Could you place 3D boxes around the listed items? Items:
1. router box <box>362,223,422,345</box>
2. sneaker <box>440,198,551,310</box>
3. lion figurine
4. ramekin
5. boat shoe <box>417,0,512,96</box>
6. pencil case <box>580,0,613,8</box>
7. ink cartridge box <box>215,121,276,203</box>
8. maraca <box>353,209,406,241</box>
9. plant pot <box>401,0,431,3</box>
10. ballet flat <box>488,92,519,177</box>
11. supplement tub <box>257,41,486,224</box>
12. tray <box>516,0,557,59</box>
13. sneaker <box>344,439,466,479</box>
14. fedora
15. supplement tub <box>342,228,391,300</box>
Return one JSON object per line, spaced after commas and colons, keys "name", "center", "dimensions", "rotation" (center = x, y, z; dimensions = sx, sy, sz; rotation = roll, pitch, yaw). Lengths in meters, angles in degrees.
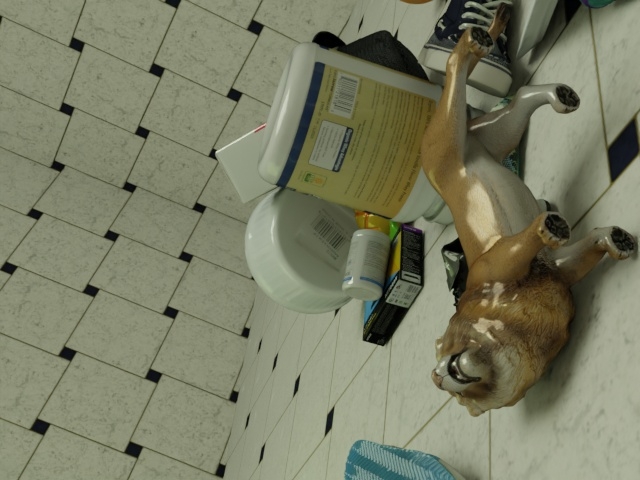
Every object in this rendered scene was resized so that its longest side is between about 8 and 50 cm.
{"name": "router box", "center": [0.125, 0.079, 1.514], "dimensions": [0.133, 0.046, 0.179], "rotation": [-82, 13, -45]}
{"name": "sneaker", "center": [0.184, 0.048, 1.035], "dimensions": [0.078, 0.106, 0.234], "rotation": [-104, 31, -74]}
{"name": "lion figurine", "center": [0.180, -0.029, 0.917], "dimensions": [0.240, 0.142, 0.392], "rotation": [129, 141, -55]}
{"name": "ramekin", "center": [0.000, 0.000, 1.731], "dimensions": [0.135, 0.277, 0.277], "rotation": [149, 138, -64]}
{"name": "boat shoe", "center": [0.234, -0.319, 1.320], "dimensions": [0.340, 0.127, 0.158], "rotation": [-108, 40, -73]}
{"name": "pencil case", "center": [0.327, -0.302, 0.932], "dimensions": [0.151, 0.064, 0.070], "rotation": [166, 124, -80]}
{"name": "ink cartridge box", "center": [-0.044, -0.191, 1.705], "dimensions": [0.207, 0.117, 0.283], "rotation": [-27, 4, 24]}
{"name": "maraca", "center": [0.119, -0.039, 1.625], "dimensions": [0.127, 0.099, 0.186], "rotation": [102, 155, -60]}
{"name": "plant pot", "center": [0.208, -0.612, 1.831], "dimensions": [0.188, 0.205, 0.205], "rotation": [92, -173, -58]}
{"name": "ballet flat", "center": [0.237, -0.134, 1.170], "dimensions": [0.070, 0.070, 0.188], "rotation": [119, 165, -53]}
{"name": "supplement tub", "center": [0.079, -0.158, 1.359], "dimensions": [0.228, 0.316, 0.228], "rotation": [-163, 90, -81]}
{"name": "tray", "center": [0.292, -0.334, 1.103], "dimensions": [0.270, 0.030, 0.145], "rotation": [47, -123, -81]}
{"name": "sneaker", "center": [0.124, 0.296, 1.050], "dimensions": [0.228, 0.092, 0.087], "rotation": [9, 80, 61]}
{"name": "fedora", "center": [0.122, -0.293, 1.700], "dimensions": [0.152, 0.334, 0.334], "rotation": [-30, 31, 24]}
{"name": "supplement tub", "center": [0.079, 0.043, 1.481], "dimensions": [0.071, 0.071, 0.107], "rotation": [126, 159, -65]}
